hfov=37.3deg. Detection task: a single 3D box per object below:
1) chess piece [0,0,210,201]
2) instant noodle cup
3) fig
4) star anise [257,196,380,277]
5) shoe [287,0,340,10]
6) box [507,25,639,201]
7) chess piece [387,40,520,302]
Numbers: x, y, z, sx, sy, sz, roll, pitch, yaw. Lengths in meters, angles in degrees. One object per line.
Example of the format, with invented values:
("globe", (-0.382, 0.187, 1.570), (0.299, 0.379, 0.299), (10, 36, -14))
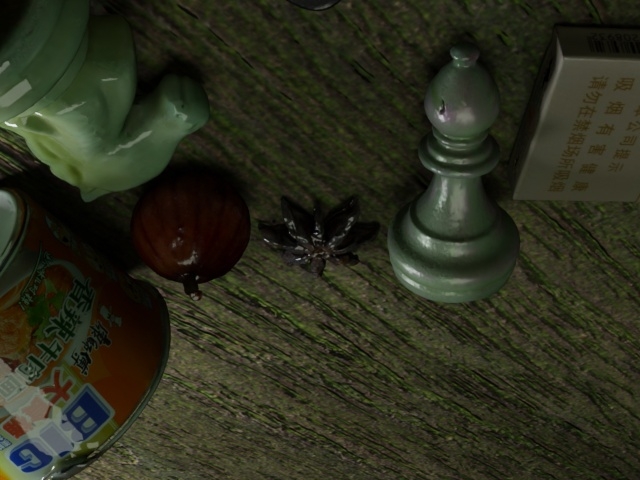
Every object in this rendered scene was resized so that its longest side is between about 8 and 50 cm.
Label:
("chess piece", (-0.213, -0.129, 0.828), (0.176, 0.176, 0.298), (-15, 155, 17))
("instant noodle cup", (-0.335, 0.091, 1.011), (0.296, 0.296, 0.214), (-19, 130, 22))
("fig", (-0.126, -0.004, 1.001), (0.128, 0.150, 0.128), (-34, 152, -22))
("star anise", (0.000, 0.002, 1.081), (0.141, 0.042, 0.141), (0, 145, 0))
("shoe", (-0.052, -0.228, 0.759), (0.179, 0.049, 0.071), (23, 136, -30))
("box", (0.386, -0.114, 0.930), (0.365, 0.051, 0.204), (1, 143, -3))
("chess piece", (0.135, -0.075, 0.935), (0.139, 0.139, 0.271), (-3, 131, 1))
